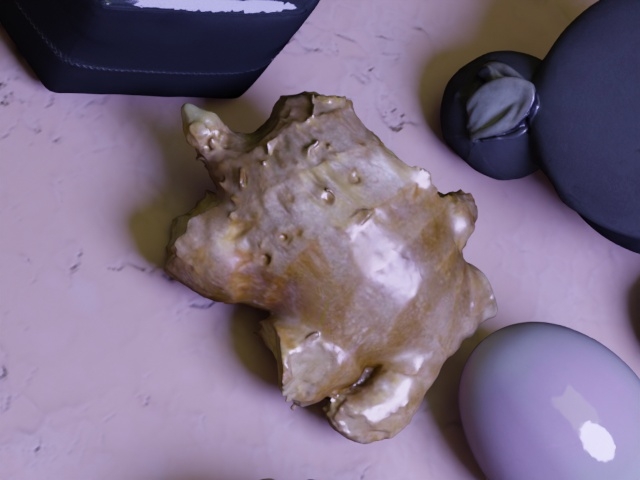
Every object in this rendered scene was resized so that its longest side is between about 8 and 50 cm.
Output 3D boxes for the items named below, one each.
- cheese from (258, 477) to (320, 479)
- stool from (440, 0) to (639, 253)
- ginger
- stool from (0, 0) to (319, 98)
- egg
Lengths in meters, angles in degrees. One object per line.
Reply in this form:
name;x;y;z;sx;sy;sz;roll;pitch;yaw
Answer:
cheese;-0.004;0.239;0.848;0.214;0.117;0.226;20;70;-6
stool;0.196;-0.075;1.016;0.228;0.139;0.153;28;90;23
ginger;0.000;0.000;0.942;0.216;0.102;0.157;45;89;-6
stool;-0.091;-0.195;0.955;0.232;0.141;0.232;7;68;-18
egg;0.137;0.106;0.953;0.103;0.103;0.135;-43;94;-28
